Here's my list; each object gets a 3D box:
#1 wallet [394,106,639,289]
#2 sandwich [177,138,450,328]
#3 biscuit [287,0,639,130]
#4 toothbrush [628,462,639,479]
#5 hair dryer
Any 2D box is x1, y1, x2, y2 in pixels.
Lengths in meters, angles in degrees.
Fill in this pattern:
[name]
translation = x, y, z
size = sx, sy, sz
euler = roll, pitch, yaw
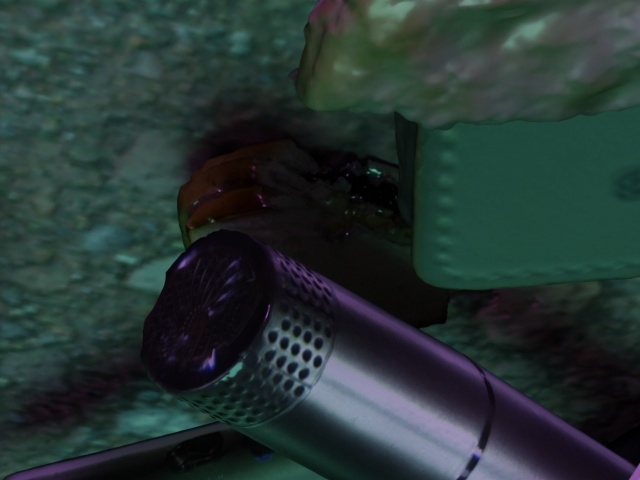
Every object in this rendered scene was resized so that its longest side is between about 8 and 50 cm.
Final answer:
[wallet]
translation = 0.128, -0.110, 0.527
size = 0.252, 0.083, 0.360
euler = -5, 143, -3
[sandwich]
translation = 0.000, 0.000, 0.703
size = 0.093, 0.035, 0.105
euler = -19, 141, 22
[biscuit]
translation = 0.124, -0.078, 0.475
size = 0.250, 0.032, 0.133
euler = -2, 144, -15
[toothbrush]
translation = 0.078, 0.120, 0.653
size = 0.022, 0.017, 0.204
euler = 32, 103, -19
[hair dryer]
translation = 0.016, 0.094, 0.779
size = 0.320, 0.155, 0.284
euler = 28, 160, -31
